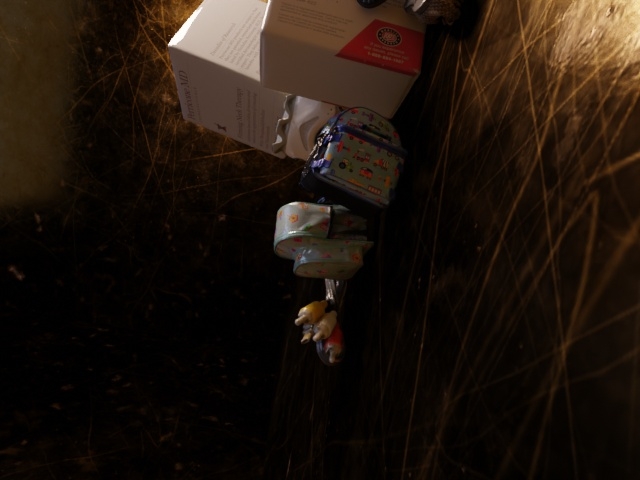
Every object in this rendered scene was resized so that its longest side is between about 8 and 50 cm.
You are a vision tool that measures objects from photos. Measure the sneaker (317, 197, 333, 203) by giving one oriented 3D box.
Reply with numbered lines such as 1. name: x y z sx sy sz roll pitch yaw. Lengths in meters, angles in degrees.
1. sneaker: 0.015 -0.090 1.628 0.078 0.067 0.188 -117 36 -47

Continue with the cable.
1. cable: 0.034 0.141 0.853 0.072 0.139 0.287 -31 11 31

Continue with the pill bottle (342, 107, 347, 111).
1. pill bottle: 0.069 -0.425 1.073 0.187 0.188 0.333 -85 9 -54

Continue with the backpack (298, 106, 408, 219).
1. backpack: 0.068 -0.144 0.692 0.173 0.159 0.117 -67 11 -16

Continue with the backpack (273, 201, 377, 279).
1. backpack: 0.000 0.000 0.817 0.166 0.189 0.144 119 162 -70

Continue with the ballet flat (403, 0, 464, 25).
1. ballet flat: 0.172 -0.366 0.619 0.084 0.058 0.249 -56 14 33

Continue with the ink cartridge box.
1. ink cartridge box: 0.060 -0.469 0.806 0.160 0.280 0.383 118 164 -74

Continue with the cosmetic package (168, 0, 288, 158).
1. cosmetic package: -0.226 -0.548 1.385 0.329 0.395 0.327 111 -179 -65

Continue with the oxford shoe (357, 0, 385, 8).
1. oxford shoe: 0.151 -0.469 0.680 0.227 0.082 0.096 -43 -6 14

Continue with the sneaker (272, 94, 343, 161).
1. sneaker: 0.001 -0.344 0.966 0.122 0.147 0.330 -54 -18 -69
